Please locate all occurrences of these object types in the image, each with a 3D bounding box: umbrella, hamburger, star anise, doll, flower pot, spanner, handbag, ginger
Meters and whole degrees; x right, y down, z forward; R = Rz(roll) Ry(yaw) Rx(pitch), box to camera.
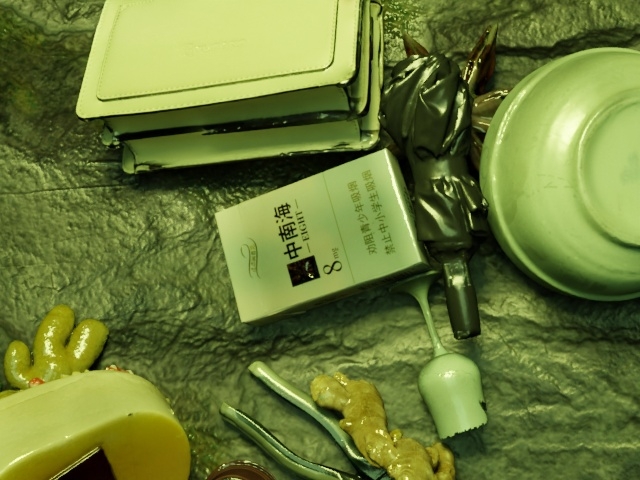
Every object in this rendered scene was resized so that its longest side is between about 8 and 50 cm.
[{"bbox_3d":[0.145,-0.053,1.027,0.118,0.118,0.340,-8,87,4],"label":"umbrella"},{"bbox_3d":[-0.295,0.270,0.995,0.295,0.151,0.227,-18,112,-36],"label":"hamburger"},{"bbox_3d":[0.179,-0.150,1.122,0.288,0.088,0.288,-2,82,17],"label":"star anise"},{"bbox_3d":[-0.350,0.187,1.106,0.137,0.097,0.210,36,63,-19],"label":"doll"},{"bbox_3d":[-0.102,0.319,1.036,0.111,0.089,0.111,-1,77,5],"label":"flower pot"},{"bbox_3d":[0.022,0.272,1.061,0.324,0.040,0.096,33,81,13],"label":"spanner"},{"bbox_3d":[-0.104,-0.227,1.105,0.358,0.160,0.237,-4,64,16],"label":"handbag"},{"bbox_3d":[0.083,0.232,1.022,0.193,0.176,0.053,22,108,-15],"label":"ginger"}]

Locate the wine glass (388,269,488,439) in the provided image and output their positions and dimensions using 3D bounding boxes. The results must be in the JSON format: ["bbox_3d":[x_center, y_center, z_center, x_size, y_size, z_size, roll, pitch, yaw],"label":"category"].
[{"bbox_3d":[0.146,0.140,1.061,0.079,0.079,0.196,-17,76,1],"label":"wine glass"}]

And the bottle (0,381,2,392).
[{"bbox_3d":[-0.483,0.327,1.070,0.093,0.093,0.330,11,78,8],"label":"bottle"}]

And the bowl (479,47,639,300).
[{"bbox_3d":[0.350,-0.078,1.011,0.307,0.163,0.307,0,91,-4],"label":"bowl"}]

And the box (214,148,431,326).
[{"bbox_3d":[0.000,0.000,1.090,0.242,0.067,0.155,-19,74,15],"label":"box"}]
